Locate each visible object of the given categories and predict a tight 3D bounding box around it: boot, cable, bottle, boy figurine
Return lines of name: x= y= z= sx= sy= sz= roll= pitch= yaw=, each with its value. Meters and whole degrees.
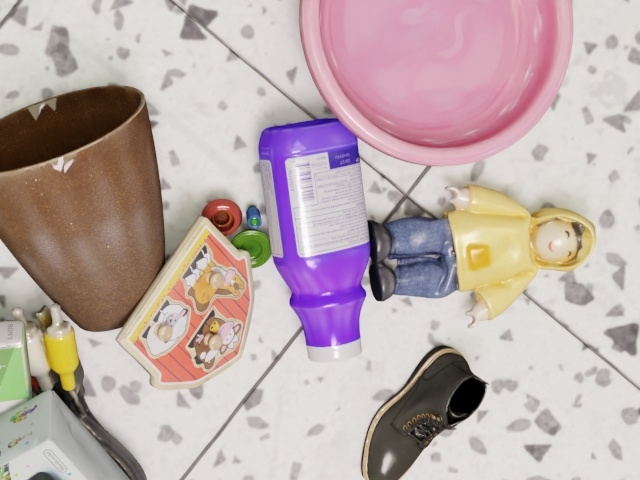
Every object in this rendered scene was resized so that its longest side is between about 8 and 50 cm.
boot: x=0.123 y=0.226 z=1.491 sx=0.076 sy=0.137 sz=0.198 roll=28 pitch=92 yaw=-13
cable: x=-0.304 y=0.193 z=1.424 sx=0.139 sy=0.072 sz=0.287 roll=-6 pitch=113 yaw=27
bottle: x=0.000 y=0.000 z=1.456 sx=0.118 sy=0.092 sz=0.283 roll=-13 pitch=101 yaw=-27
boy figurine: x=0.200 y=0.019 z=1.504 sx=0.285 sy=0.092 sz=0.177 roll=-4 pitch=96 yaw=-8

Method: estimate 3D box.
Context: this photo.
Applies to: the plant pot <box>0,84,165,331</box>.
plant pot: x=-0.261 y=-0.022 z=1.363 sx=0.215 sy=0.215 sz=0.231 roll=-20 pitch=116 yaw=-8

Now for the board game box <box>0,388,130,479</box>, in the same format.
board game box: x=-0.362 y=0.326 z=1.343 sx=0.303 sy=0.097 sz=0.224 roll=-28 pitch=123 yaw=6

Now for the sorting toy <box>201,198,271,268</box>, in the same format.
sorting toy: x=-0.096 y=-0.017 z=1.470 sx=0.061 sy=0.042 sz=0.102 roll=-37 pitch=115 yaw=11

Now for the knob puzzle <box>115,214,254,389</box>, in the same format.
knob puzzle: x=-0.131 y=0.093 z=1.422 sx=0.213 sy=0.030 sz=0.213 roll=-27 pitch=127 yaw=-43

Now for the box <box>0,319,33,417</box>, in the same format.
box: x=-0.430 y=0.242 z=1.367 sx=0.232 sy=0.058 sz=0.322 roll=-4 pitch=122 yaw=-11

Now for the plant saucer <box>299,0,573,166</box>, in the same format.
plant saucer: x=0.130 y=-0.252 z=1.442 sx=0.332 sy=0.084 sz=0.332 roll=0 pitch=90 yaw=-16
